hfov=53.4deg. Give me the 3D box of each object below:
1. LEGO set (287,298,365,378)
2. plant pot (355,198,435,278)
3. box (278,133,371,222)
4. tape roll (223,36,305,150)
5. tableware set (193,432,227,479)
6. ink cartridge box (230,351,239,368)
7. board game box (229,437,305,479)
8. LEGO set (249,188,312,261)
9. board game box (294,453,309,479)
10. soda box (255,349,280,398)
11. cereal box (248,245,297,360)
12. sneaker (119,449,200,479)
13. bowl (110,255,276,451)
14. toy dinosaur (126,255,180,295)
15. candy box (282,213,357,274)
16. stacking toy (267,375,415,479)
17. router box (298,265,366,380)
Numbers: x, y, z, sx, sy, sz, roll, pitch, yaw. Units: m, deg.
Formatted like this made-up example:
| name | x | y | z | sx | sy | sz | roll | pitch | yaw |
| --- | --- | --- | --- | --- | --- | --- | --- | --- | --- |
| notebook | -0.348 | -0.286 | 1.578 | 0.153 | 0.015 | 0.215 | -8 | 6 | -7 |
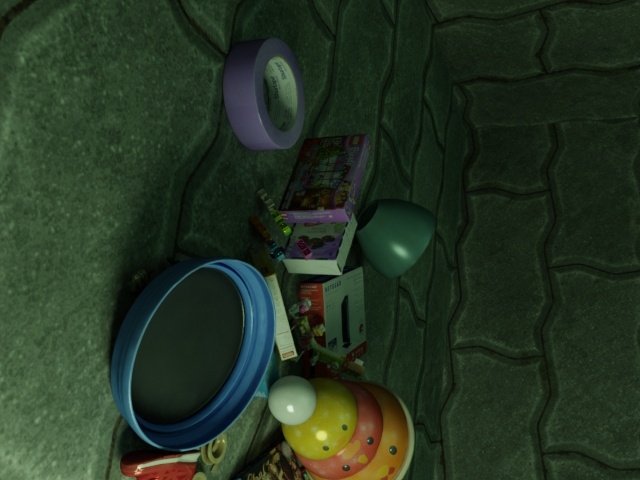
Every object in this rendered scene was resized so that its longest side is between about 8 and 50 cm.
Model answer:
| name | x | y | z | sx | sy | sz | roll | pitch | yaw |
| --- | --- | --- | --- | --- | --- | --- | --- | --- | --- |
| LEGO set | -0.010 | 0.309 | 1.779 | 0.287 | 0.132 | 0.107 | 51 | 33 | -4 |
| plant pot | 0.237 | -0.036 | 2.263 | 0.195 | 0.290 | 0.290 | 34 | 50 | -18 |
| box | 0.017 | -0.178 | 1.807 | 0.057 | 0.201 | 0.293 | 62 | 35 | -46 |
| tape roll | -0.136 | -0.366 | 1.606 | 0.275 | 0.090 | 0.274 | -1 | 90 | -66 |
| tableware set | -0.250 | 0.499 | 1.400 | 0.194 | 0.039 | 0.128 | -65 | 146 | -43 |
| ink cartridge box | -0.195 | 0.199 | 1.442 | 0.145 | 0.045 | 0.179 | -5 | 98 | -35 |
| board game box | -0.123 | 0.625 | 1.606 | 0.165 | 0.042 | 0.243 | 66 | 25 | 3 |
| LEGO set | -0.111 | -0.012 | 1.628 | 0.227 | 0.087 | 0.093 | 53 | -7 | 24 |
| board game box | -0.055 | 0.698 | 1.839 | 0.133 | 0.033 | 0.168 | 66 | 34 | -42 |
| soda box | -0.159 | 0.282 | 1.571 | 0.071 | 0.067 | 0.210 | -46 | 131 | -58 |
| cereal box | -0.119 | 0.155 | 1.584 | 0.173 | 0.047 | 0.240 | -124 | -161 | -63 |
| sneaker | -0.305 | 0.471 | 1.224 | 0.221 | 0.087 | 0.128 | 28 | 63 | -62 |
| bowl | -0.242 | 0.217 | 1.266 | 0.391 | 0.077 | 0.391 | -25 | 122 | -48 |
| toy dinosaur | -0.297 | 0.110 | 1.279 | 0.118 | 0.064 | 0.268 | -59 | 144 | -25 |
| candy box | 0.000 | 0.000 | 1.810 | 0.070 | 0.165 | 0.196 | 67 | 32 | -44 |
| stacking toy | 0.007 | 0.479 | 1.665 | 0.480 | 0.351 | 0.350 | 43 | 51 | -47 |
| router box | 0.045 | 0.252 | 2.007 | 0.335 | 0.082 | 0.301 | -17 | 106 | -65 |
